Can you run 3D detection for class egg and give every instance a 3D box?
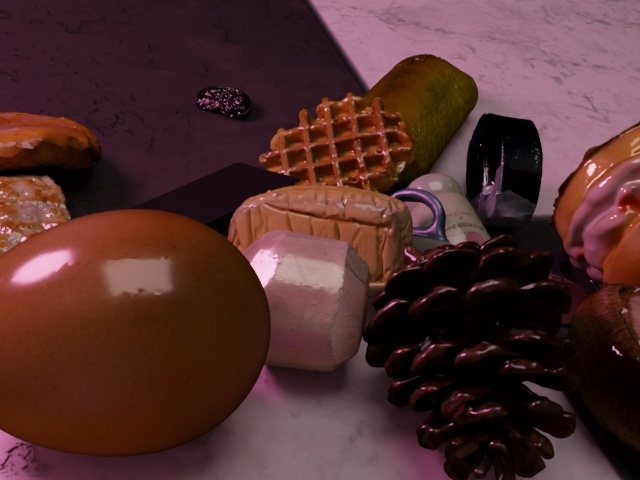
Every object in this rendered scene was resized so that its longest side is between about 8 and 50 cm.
[{"bbox_3d":[-0.211,0.094,1.069,0.322,0.250,0.250,-5,37,-10],"label":"egg"}]

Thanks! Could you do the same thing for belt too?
[{"bbox_3d":[0.270,-0.099,1.567,0.078,0.151,0.198,9,44,-11],"label":"belt"}]

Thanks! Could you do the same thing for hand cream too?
[{"bbox_3d":[0.192,0.036,1.420,0.147,0.093,0.306,-6,48,-17],"label":"hand cream"}]

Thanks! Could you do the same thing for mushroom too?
[{"bbox_3d":[0.435,0.157,1.241,0.297,0.163,0.278,33,49,27],"label":"mushroom"}]

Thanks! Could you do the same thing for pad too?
[{"bbox_3d":[-0.174,-0.046,1.415,0.265,0.009,0.159,-26,28,-30],"label":"pad"}]

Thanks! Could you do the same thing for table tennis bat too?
[{"bbox_3d":[0.328,0.066,1.463,0.095,0.014,0.158,11,37,2],"label":"table tennis bat"}]

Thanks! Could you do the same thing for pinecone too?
[{"bbox_3d":[0.175,0.122,1.156,0.244,0.244,0.309,-5,56,-21],"label":"pinecone"}]

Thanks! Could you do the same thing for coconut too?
[{"bbox_3d":[-0.035,0.072,1.225,0.182,0.171,0.171,8,34,5],"label":"coconut"}]

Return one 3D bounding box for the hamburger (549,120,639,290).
[{"bbox_3d":[0.476,-0.012,1.419,0.276,0.276,0.237,-11,51,-28],"label":"hamburger"}]

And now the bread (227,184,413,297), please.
[{"bbox_3d":[0.000,0.000,1.340,0.236,0.140,0.106,4,15,9],"label":"bread"}]

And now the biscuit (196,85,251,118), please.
[{"bbox_3d":[-0.159,-0.229,1.736,0.089,0.027,0.087,-6,37,-24],"label":"biscuit"}]

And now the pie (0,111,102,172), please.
[{"bbox_3d":[-0.436,-0.135,1.457,0.273,0.069,0.273,3,13,-1],"label":"pie"}]

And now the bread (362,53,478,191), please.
[{"bbox_3d":[0.146,-0.212,1.721,0.166,0.112,0.383,20,36,15],"label":"bread"}]

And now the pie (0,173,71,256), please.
[{"bbox_3d":[-0.408,-0.003,1.295,0.201,0.090,0.248,-15,41,-16],"label":"pie"}]

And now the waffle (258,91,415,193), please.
[{"bbox_3d":[0.035,-0.106,1.506,0.253,0.056,0.249,-38,58,-16],"label":"waffle"}]

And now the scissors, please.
[{"bbox_3d":[0.183,0.031,1.335,0.289,0.138,0.041,26,-2,32],"label":"scissors"}]
